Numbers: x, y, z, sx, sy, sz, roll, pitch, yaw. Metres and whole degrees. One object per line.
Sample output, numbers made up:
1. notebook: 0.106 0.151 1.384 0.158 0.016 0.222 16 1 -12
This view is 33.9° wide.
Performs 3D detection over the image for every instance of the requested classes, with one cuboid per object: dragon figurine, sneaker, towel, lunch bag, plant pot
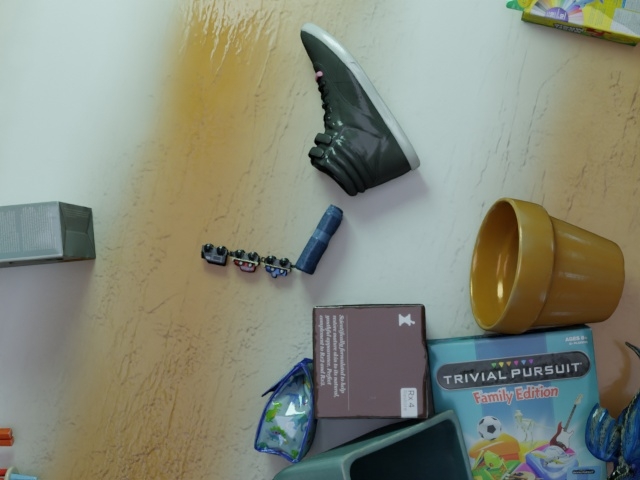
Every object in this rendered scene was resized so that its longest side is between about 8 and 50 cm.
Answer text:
1. dragon figurine: 0.451 0.288 1.550 0.085 0.144 0.289 -5 75 48
2. sneaker: 0.020 -0.202 1.683 0.146 0.104 0.296 -35 89 -4
3. towel: 0.000 0.000 1.692 0.029 0.067 0.119 30 89 7
4. lunch bag: -0.044 0.260 1.648 0.096 0.129 0.151 18 89 5
5. plant pot: 0.063 0.411 1.555 0.252 0.247 0.248 -17 87 47
6. plant pot: 0.352 0.049 1.610 0.187 0.205 0.205 9 87 -11

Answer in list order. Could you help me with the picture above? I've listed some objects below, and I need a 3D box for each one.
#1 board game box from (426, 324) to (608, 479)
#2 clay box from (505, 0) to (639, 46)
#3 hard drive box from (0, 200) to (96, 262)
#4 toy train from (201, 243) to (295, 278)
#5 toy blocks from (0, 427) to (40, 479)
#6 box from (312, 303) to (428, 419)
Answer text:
1. board game box: 0.307 0.311 1.632 0.253 0.079 0.336 -7 90 4
2. clay box: 0.418 -0.403 1.693 0.221 0.053 0.128 15 88 6
3. hard drive box: -0.497 -0.005 1.674 0.232 0.181 0.089 -5 87 5
4. toy train: -0.120 0.035 1.719 0.158 0.027 0.036 11 91 5
5. toy blocks: -0.531 0.358 1.715 0.148 0.054 0.123 2 87 4
6. box: 0.077 0.182 1.607 0.166 0.203 0.169 -1 85 4
